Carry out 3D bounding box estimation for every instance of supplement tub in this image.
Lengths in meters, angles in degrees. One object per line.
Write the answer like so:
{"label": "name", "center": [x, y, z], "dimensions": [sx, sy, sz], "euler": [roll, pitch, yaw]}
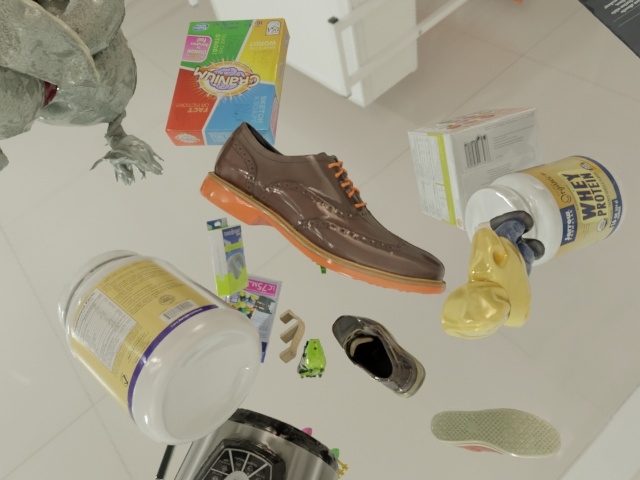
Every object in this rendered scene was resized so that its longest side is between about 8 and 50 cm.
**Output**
{"label": "supplement tub", "center": [0.536, -0.067, 1.198], "dimensions": [0.228, 0.316, 0.228], "euler": [51, 150, 45]}
{"label": "supplement tub", "center": [-0.293, 0.170, 0.887], "dimensions": [0.331, 0.241, 0.241], "euler": [26, 154, 35]}

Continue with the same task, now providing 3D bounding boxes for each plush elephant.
{"label": "plush elephant", "center": [-0.327, -0.189, 0.504], "dimensions": [0.330, 0.272, 0.255], "euler": [56, -166, -1]}

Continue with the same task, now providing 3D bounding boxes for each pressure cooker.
{"label": "pressure cooker", "center": [-0.175, 0.639, 1.115], "dimensions": [0.375, 0.420, 0.370], "euler": [41, 143, -22]}

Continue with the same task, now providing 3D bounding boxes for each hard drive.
{"label": "hard drive", "center": [-0.389, 0.550, 1.272], "dimensions": [0.022, 0.135, 0.094], "euler": [18, 141, -6]}

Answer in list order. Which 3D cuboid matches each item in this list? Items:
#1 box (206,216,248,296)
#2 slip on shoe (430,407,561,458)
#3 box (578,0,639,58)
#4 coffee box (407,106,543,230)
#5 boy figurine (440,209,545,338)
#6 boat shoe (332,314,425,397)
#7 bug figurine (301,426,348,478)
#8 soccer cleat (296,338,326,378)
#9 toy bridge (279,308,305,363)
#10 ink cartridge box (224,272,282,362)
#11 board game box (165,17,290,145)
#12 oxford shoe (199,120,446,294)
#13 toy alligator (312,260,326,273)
{"label": "box", "center": [-0.221, 0.035, 1.195], "dimensions": [0.109, 0.042, 0.178], "euler": [-28, -68, -73]}
{"label": "slip on shoe", "center": [0.470, 0.524, 1.350], "dimensions": [0.331, 0.123, 0.101], "euler": [-6, 146, 27]}
{"label": "box", "center": [0.644, -0.451, 0.773], "dimensions": [0.312, 0.179, 0.343], "euler": [37, 159, -10]}
{"label": "coffee box", "center": [0.561, -0.274, 1.816], "dimensions": [0.334, 0.338, 0.338], "euler": [-138, 32, -70]}
{"label": "boy figurine", "center": [0.277, 0.066, 0.775], "dimensions": [0.092, 0.285, 0.177], "euler": [-16, 110, 43]}
{"label": "boat shoe", "center": [0.135, 0.287, 1.358], "dimensions": [0.130, 0.132, 0.355], "euler": [35, 175, -37]}
{"label": "bug figurine", "center": [-0.061, 0.651, 1.429], "dimensions": [0.279, 0.216, 0.072], "euler": [21, 143, 45]}
{"label": "soccer cleat", "center": [-0.018, 0.260, 1.089], "dimensions": [0.179, 0.060, 0.072], "euler": [112, 157, -65]}
{"label": "toy bridge", "center": [-0.066, 0.217, 1.181], "dimensions": [0.026, 0.063, 0.188], "euler": [49, -170, -20]}
{"label": "ink cartridge box", "center": [-0.260, 0.277, 1.784], "dimensions": [0.186, 0.311, 0.065], "euler": [13, -177, 2]}
{"label": "board game box", "center": [-0.209, -0.371, 1.161], "dimensions": [0.242, 0.316, 0.064], "euler": [1, 158, 9]}
{"label": "oxford shoe", "center": [0.009, -0.033, 0.495], "dimensions": [0.271, 0.098, 0.097], "euler": [27, -172, 9]}
{"label": "toy alligator", "center": [0.000, 0.000, 1.338], "dimensions": [0.051, 0.056, 0.189], "euler": [-35, -57, -76]}
